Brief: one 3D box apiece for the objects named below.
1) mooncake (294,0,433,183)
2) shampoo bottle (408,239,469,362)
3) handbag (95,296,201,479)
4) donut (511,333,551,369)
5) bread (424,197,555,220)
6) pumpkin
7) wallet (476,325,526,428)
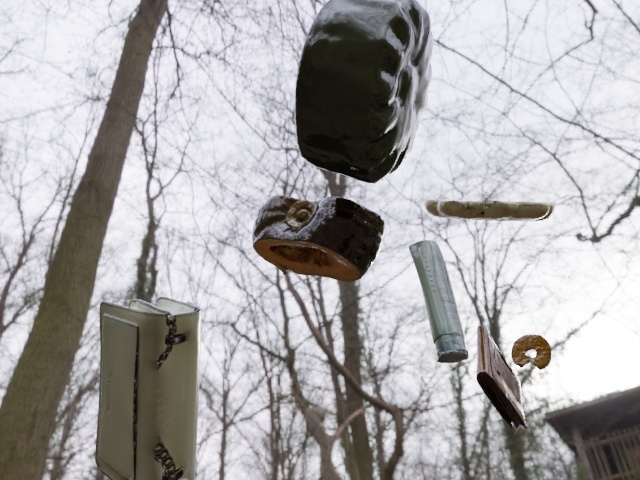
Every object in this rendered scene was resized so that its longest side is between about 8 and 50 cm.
[{"bbox_3d":[0.094,-0.294,1.218,0.194,0.356,0.356,16,-38,16],"label":"mooncake"},{"bbox_3d":[0.196,0.098,1.045,0.049,0.212,0.072,-30,-39,31],"label":"shampoo bottle"},{"bbox_3d":[-0.334,0.302,1.262,0.160,0.358,0.237,1,2,-36],"label":"handbag"},{"bbox_3d":[0.571,0.302,1.693,0.108,0.097,0.043,7,-26,38],"label":"donut"},{"bbox_3d":[0.406,-0.074,1.518,0.316,0.054,0.316,1,3,0],"label":"bread"},{"bbox_3d":[0.000,0.000,1.424,0.317,0.139,0.222,1,-30,38],"label":"pumpkin"},{"bbox_3d":[0.404,0.314,1.432,0.042,0.161,0.195,-27,-67,24],"label":"wallet"}]
